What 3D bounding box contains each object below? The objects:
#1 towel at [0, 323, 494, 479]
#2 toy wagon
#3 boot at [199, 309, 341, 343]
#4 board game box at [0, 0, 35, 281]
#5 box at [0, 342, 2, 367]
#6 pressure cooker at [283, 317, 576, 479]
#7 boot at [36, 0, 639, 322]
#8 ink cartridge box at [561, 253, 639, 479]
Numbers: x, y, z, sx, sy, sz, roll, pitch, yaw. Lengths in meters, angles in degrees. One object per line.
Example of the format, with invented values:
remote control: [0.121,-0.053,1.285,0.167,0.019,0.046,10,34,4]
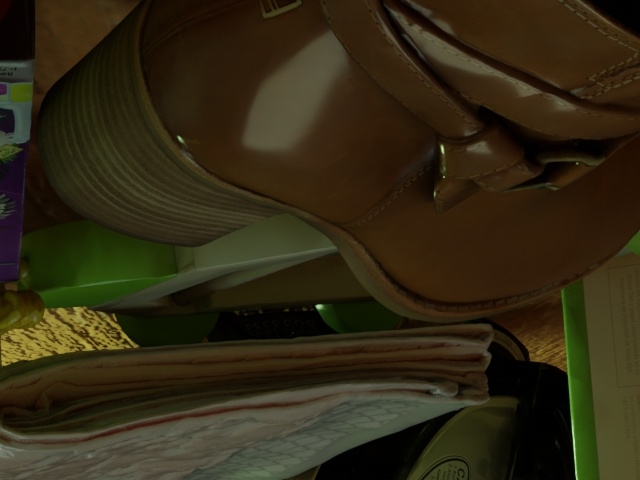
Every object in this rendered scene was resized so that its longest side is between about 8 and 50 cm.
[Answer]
towel: [-0.117,0.114,1.033,0.317,0.053,0.332,-2,164,-36]
toy wagon: [0.000,0.000,0.863,0.344,0.068,0.267,-2,171,-32]
boot: [-0.035,0.072,1.356,0.137,0.076,0.198,-7,-177,-4]
board game box: [-0.273,-0.034,0.636,0.347,0.056,0.208,-2,164,-10]
box: [-0.323,0.093,1.199,0.148,0.121,0.311,-5,170,10]
pressure cooker: [0.036,0.265,1.496,0.420,0.369,0.375,2,-159,39]
boot: [0.075,-0.055,0.618,0.283,0.109,0.220,11,157,-38]
ink cartridge box: [0.292,0.093,1.201,0.255,0.188,0.097,-8,168,23]
